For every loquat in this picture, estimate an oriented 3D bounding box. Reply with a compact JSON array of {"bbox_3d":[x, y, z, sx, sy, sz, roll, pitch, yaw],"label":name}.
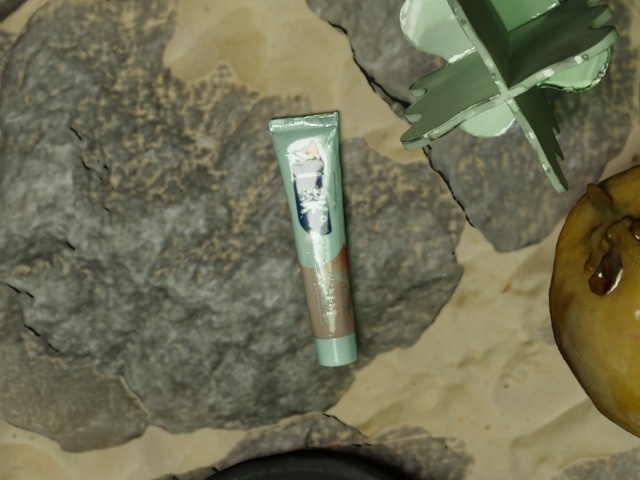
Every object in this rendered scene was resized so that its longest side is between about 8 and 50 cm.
[{"bbox_3d":[0.284,0.047,1.254,0.238,0.193,0.238,1,133,1],"label":"loquat"}]

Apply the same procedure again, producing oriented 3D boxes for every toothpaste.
[{"bbox_3d":[0.000,0.000,1.347,0.056,0.036,0.205,-6,105,7],"label":"toothpaste"}]

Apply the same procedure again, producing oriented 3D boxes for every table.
[{"bbox_3d":[0.134,-0.127,1.199,0.166,0.198,0.166,2,109,5],"label":"table"}]

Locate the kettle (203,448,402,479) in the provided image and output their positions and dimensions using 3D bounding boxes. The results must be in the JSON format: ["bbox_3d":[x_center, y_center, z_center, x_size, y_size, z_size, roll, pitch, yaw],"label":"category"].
[{"bbox_3d":[-0.011,0.327,1.380,0.271,0.207,0.251,-16,114,19],"label":"kettle"}]
